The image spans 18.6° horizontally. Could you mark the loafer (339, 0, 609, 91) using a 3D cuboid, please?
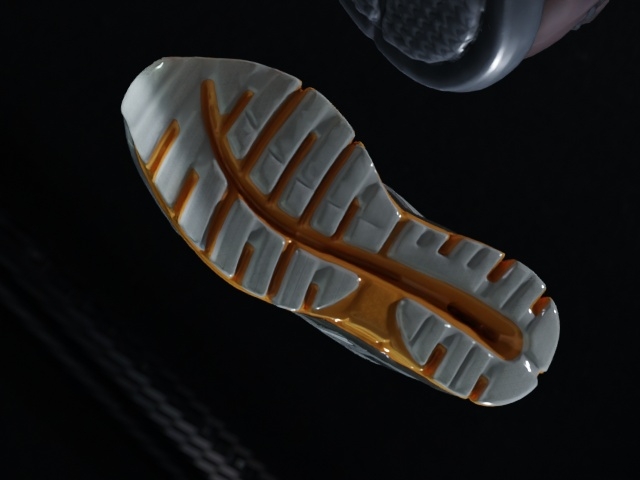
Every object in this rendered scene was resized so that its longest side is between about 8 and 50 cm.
[{"bbox_3d":[0.008,-0.185,0.450,0.303,0.095,0.109,66,-26,7],"label":"loafer"}]

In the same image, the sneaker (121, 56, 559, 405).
[{"bbox_3d":[0.000,0.000,0.830,0.215,0.084,0.083,39,-10,-20],"label":"sneaker"}]
